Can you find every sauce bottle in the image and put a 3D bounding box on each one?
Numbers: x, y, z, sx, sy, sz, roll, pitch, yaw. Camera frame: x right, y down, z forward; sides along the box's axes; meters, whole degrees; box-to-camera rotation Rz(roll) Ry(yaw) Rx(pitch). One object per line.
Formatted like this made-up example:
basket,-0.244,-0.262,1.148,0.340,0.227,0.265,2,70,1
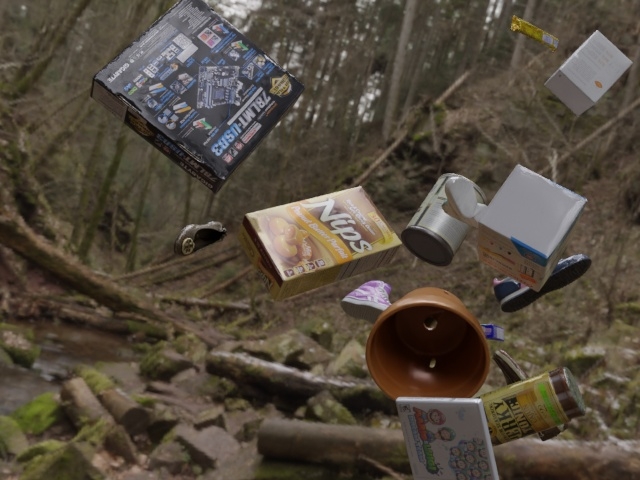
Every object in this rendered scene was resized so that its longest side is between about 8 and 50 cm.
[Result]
sauce bottle,0.372,0.372,1.407,0.344,0.111,0.111,-28,-18,20

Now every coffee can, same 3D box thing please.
coffee can,0.445,-0.074,2.413,0.201,0.275,0.201,31,-23,14

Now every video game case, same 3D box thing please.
video game case,0.200,0.323,1.060,0.143,0.157,0.019,-8,11,34

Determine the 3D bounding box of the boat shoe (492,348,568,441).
boat shoe,0.524,0.407,1.749,0.257,0.095,0.095,52,5,20

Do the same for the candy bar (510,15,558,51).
candy bar,0.557,-0.533,1.737,0.161,0.040,0.018,17,-10,-25

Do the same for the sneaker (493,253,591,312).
sneaker,0.706,0.106,2.173,0.112,0.319,0.131,50,17,-46

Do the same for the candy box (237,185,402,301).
candy box,0.000,0.000,1.478,0.316,0.087,0.183,-17,61,-31

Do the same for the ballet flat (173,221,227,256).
ballet flat,-0.334,-0.005,1.903,0.058,0.084,0.250,20,16,16

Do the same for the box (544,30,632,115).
box,0.704,-0.439,1.769,0.130,0.170,0.091,45,-13,3

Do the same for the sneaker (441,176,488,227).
sneaker,0.323,-0.086,1.587,0.094,0.080,0.212,13,-16,38

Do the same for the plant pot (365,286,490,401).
plant pot,0.271,0.246,1.671,0.291,0.291,0.203,18,22,7

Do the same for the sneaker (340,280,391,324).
sneaker,0.209,0.203,2.259,0.282,0.161,0.102,19,-43,49

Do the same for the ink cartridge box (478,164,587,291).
ink cartridge box,0.474,-0.021,1.533,0.171,0.168,0.232,32,-12,23

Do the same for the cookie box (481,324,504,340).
cookie box,0.465,0.263,1.915,0.092,0.040,0.107,-2,-14,31

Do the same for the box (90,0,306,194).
box,-0.222,-0.284,1.270,0.293,0.295,0.073,39,-30,-7

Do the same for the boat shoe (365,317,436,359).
boat shoe,0.247,0.268,1.972,0.104,0.285,0.089,39,3,-38
